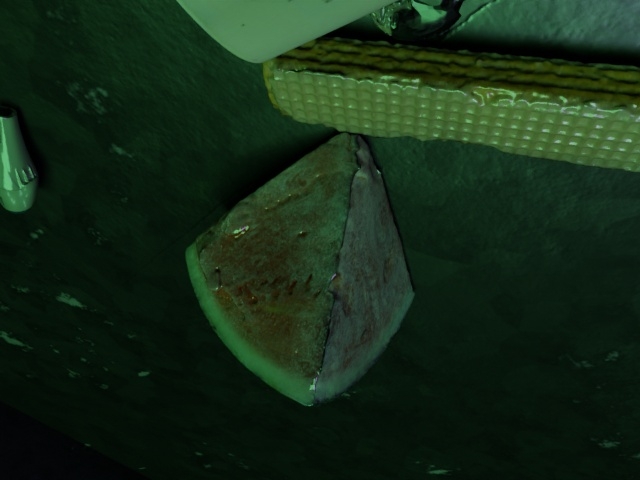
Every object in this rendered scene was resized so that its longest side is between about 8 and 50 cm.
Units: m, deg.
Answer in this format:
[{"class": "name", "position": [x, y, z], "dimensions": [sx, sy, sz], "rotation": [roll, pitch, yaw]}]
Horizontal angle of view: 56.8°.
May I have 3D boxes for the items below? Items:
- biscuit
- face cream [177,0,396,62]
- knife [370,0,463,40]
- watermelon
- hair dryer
[{"class": "biscuit", "position": [0.129, -0.136, 0.567], "dimensions": [0.379, 0.054, 0.094], "rotation": [10, 155, 11]}, {"class": "face cream", "position": [0.054, -0.230, 0.342], "dimensions": [0.349, 0.081, 0.173], "rotation": [-15, 142, 27]}, {"class": "knife", "position": [0.092, -0.298, 0.417], "dimensions": [0.089, 0.043, 0.365], "rotation": [14, 140, 7]}, {"class": "watermelon", "position": [-0.001, 0.018, 0.778], "dimensions": [0.283, 0.292, 0.250], "rotation": [37, -175, 15]}, {"class": "hair dryer", "position": [-0.482, -0.145, 0.836], "dimensions": [0.199, 0.067, 0.167], "rotation": [36, 131, 2]}]
